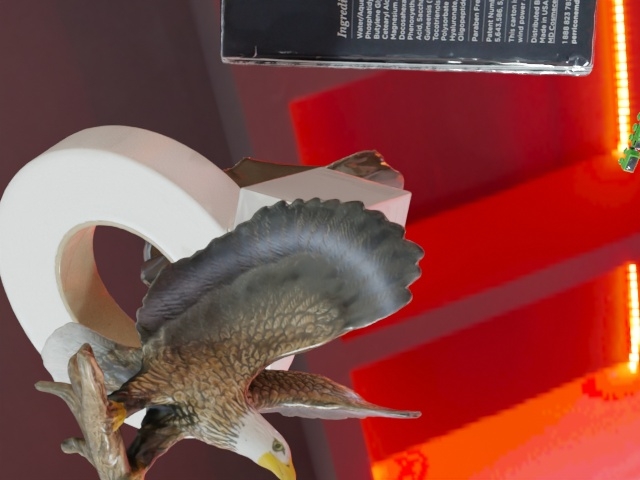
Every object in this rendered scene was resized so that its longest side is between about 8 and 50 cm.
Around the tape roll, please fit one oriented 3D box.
[{"bbox_3d":[-0.206,0.053,1.482,0.391,0.392,0.072,8,-149,28],"label":"tape roll"}]

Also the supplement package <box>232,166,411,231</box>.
[{"bbox_3d":[0.000,0.000,1.201,0.105,0.105,0.179,17,-165,20],"label":"supplement package"}]

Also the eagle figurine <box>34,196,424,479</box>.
[{"bbox_3d":[-0.067,0.114,1.066,0.298,0.225,0.226,-29,177,-29],"label":"eagle figurine"}]

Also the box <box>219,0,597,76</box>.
[{"bbox_3d":[0.107,-0.410,1.762,0.471,0.298,0.480,0,-163,-1],"label":"box"}]

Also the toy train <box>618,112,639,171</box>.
[{"bbox_3d":[0.352,-0.114,1.405,0.017,0.083,0.024,12,-155,-13],"label":"toy train"}]

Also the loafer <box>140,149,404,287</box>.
[{"bbox_3d":[-0.076,-0.046,1.520,0.365,0.133,0.130,-18,-106,25],"label":"loafer"}]
